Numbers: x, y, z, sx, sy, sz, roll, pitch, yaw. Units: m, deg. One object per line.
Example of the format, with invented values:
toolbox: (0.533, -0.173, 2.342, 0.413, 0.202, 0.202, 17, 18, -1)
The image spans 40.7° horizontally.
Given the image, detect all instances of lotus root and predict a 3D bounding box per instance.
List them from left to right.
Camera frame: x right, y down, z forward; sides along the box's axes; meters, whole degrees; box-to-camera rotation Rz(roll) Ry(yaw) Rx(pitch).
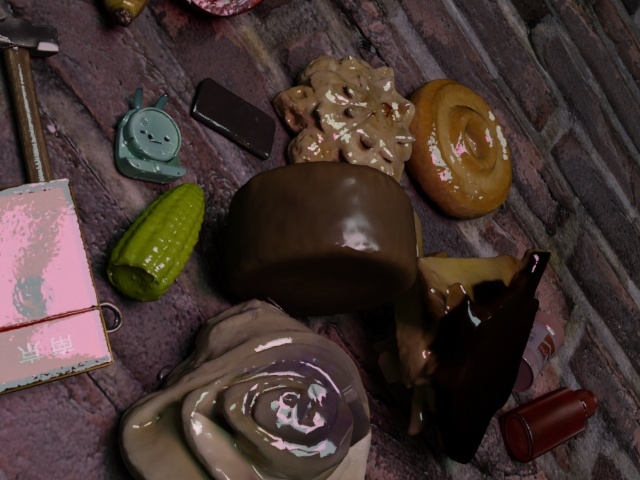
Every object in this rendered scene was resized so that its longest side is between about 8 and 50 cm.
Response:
lotus root: (-0.296, -0.399, 1.287, 0.108, 0.094, 0.190, 0, 82, -13)

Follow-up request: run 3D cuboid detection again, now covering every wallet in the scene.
wallet: (-0.137, -0.197, 1.398, 0.157, 0.018, 0.082, 29, 57, -31)

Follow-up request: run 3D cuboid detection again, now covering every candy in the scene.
candy: (-0.217, -0.008, 1.205, 0.097, 0.097, 0.209, 45, 44, -20)

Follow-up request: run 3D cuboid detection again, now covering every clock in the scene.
clock: (-0.249, -0.153, 1.262, 0.101, 0.041, 0.134, 7, 69, -41)

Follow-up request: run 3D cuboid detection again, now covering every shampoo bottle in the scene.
shampoo bottle: (0.457, 0.350, 1.695, 0.260, 0.064, 0.102, -10, 81, -44)

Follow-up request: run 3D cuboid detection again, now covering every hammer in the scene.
hammer: (-0.375, -0.119, 1.142, 0.111, 0.043, 0.365, -6, 80, -45)

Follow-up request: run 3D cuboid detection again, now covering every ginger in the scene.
ginger: (0.215, 0.147, 1.452, 0.358, 0.211, 0.413, -41, 142, -39)

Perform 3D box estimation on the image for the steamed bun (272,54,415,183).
steamed bun: (0.064, -0.201, 1.505, 0.295, 0.137, 0.292, 29, 59, -34)

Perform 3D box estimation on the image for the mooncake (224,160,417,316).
mooncake: (0.000, 0.000, 1.262, 0.285, 0.284, 0.155, 19, 60, -36)

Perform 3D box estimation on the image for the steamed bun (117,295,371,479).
steamed bun: (-0.070, 0.252, 1.132, 0.347, 0.237, 0.393, 12, 66, -39)

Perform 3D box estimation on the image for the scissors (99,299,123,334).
scissors: (-0.356, 0.077, 1.086, 0.220, 0.017, 0.088, 33, 74, -24)

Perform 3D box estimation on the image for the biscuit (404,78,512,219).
biscuit: (0.280, -0.186, 1.722, 0.296, 0.102, 0.296, 19, 59, -36)

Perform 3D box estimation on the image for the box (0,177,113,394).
box: (-0.355, 0.054, 1.037, 0.153, 0.074, 0.239, -12, 87, -37)

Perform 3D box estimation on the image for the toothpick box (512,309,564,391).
toothpick box: (0.399, 0.213, 1.672, 0.149, 0.098, 0.098, -38, 100, -43)

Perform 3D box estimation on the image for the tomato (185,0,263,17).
tomato: (-0.170, -0.473, 1.392, 0.225, 0.085, 0.224, -8, 105, -30)
